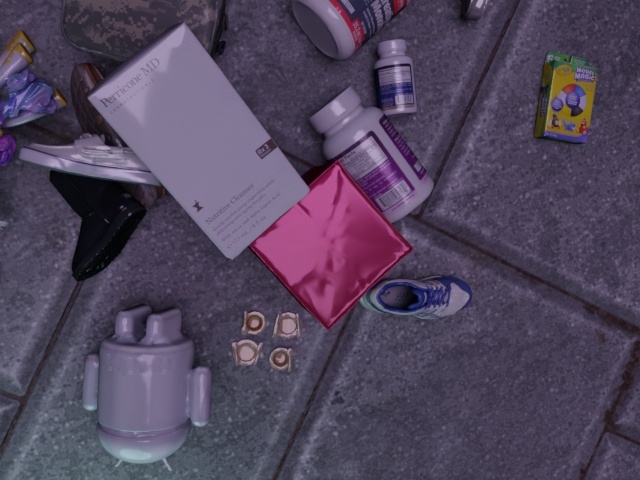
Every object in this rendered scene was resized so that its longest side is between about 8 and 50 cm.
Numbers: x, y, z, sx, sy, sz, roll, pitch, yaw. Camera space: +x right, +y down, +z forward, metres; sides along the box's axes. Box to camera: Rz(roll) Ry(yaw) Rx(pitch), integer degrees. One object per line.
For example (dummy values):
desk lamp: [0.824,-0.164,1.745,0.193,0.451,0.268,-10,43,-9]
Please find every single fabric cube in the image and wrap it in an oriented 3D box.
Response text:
fabric cube: [0.000,0.000,1.358,0.259,0.258,0.254,-42,100,-6]

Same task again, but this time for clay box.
clay box: [0.628,-0.365,1.571,0.127,0.053,0.222,6,94,-13]

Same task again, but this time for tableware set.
tableware set: [-0.126,0.237,1.469,0.168,0.020,0.141,8,93,-13]

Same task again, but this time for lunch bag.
lunch bag: [-0.339,-0.469,1.251,0.305,0.256,0.213,11,113,-11]

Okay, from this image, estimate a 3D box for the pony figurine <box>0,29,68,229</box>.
pony figurine: [-0.698,-0.236,1.208,0.363,0.303,0.351,-34,68,-4]

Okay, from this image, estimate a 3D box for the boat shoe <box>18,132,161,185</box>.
boat shoe: [-0.441,-0.168,1.209,0.267,0.096,0.088,8,90,-13]

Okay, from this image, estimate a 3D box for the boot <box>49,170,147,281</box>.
boot: [-0.507,-0.061,1.328,0.207,0.094,0.246,47,114,10]

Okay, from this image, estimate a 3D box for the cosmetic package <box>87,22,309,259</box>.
cosmetic package: [-0.223,-0.184,1.153,0.217,0.156,0.385,-42,117,-4]

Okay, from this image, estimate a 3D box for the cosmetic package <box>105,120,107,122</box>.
cosmetic package: [-0.320,-0.286,1.283,0.231,0.117,0.086,-2,80,-45]

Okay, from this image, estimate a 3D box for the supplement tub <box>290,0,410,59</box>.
supplement tub: [0.086,-0.555,1.368,0.272,0.191,0.191,-43,101,-6]

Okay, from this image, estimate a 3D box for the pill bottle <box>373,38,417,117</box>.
pill bottle: [0.175,-0.379,1.451,0.094,0.094,0.170,-7,95,-12]

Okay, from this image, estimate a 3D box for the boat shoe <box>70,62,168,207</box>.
boat shoe: [-0.423,-0.231,1.331,0.116,0.123,0.325,-36,105,-39]

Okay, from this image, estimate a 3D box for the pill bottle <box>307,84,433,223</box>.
pill bottle: [0.110,-0.196,1.413,0.169,0.169,0.302,-40,101,-7]

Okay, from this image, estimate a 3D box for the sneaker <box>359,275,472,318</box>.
sneaker: [0.243,0.144,1.487,0.296,0.131,0.112,0,92,-14]

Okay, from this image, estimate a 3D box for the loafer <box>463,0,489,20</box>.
loafer: [0.358,-0.684,1.466,0.111,0.112,0.320,4,86,-8]

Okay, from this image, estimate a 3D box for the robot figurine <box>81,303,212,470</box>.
robot figurine: [-0.376,0.320,1.329,0.299,0.200,0.354,4,94,15]
